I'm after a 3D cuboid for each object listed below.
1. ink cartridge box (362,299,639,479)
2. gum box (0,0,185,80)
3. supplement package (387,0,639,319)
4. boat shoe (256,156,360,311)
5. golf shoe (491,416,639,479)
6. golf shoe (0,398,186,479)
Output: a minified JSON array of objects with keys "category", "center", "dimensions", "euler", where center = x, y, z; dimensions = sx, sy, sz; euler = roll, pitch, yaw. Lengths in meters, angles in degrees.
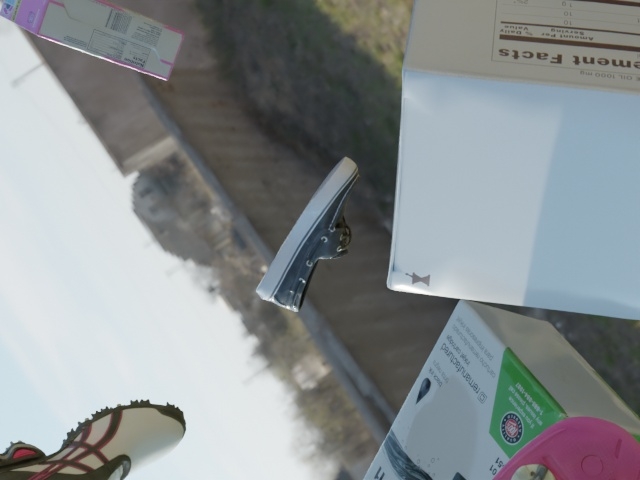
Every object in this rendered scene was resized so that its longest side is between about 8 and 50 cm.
[{"category":"ink cartridge box","center":[0.113,0.170,0.814],"dimensions":[0.087,0.208,0.153],"euler":[16,-160,-28]},{"category":"gum box","center":[-0.259,-0.248,1.363],"dimensions":[0.188,0.062,0.107],"euler":[15,-170,-41]},{"category":"supplement package","center":[0.114,-0.098,0.583],"dimensions":[0.139,0.134,0.244],"euler":[90,-171,-46]},{"category":"boat shoe","center":[0.000,0.000,1.486],"dimensions":[0.076,0.228,0.080],"euler":[32,-156,-2]},{"category":"golf shoe","center":[0.103,0.243,0.664],"dimensions":[0.115,0.306,0.140],"euler":[20,178,9]},{"category":"golf shoe","center":[-0.268,0.272,1.341],"dimensions":[0.120,0.273,0.105],"euler":[50,146,39]}]
